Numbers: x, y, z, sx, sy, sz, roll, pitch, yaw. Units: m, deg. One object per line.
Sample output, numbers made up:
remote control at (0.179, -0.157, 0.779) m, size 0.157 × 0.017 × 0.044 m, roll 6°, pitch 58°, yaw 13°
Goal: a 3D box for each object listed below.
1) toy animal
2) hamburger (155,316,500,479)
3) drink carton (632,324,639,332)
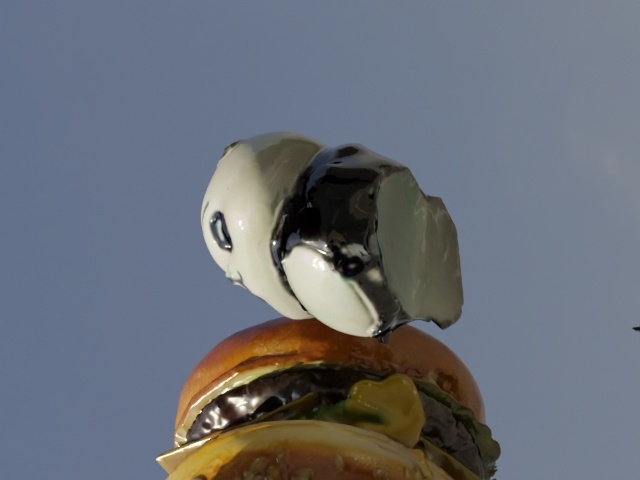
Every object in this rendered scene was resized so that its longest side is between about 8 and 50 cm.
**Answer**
toy animal at (0.000, 0.000, 1.300) m, size 0.138 × 0.179 × 0.166 m, roll -56°, pitch -38°, yaw -33°
hamburger at (0.001, 0.212, 1.407) m, size 0.291 × 0.291 × 0.225 m, roll 51°, pitch -152°, yaw -34°
drink carton at (0.255, 0.021, 0.771) m, size 0.194 × 0.132 × 0.324 m, roll -62°, pitch -25°, yaw -8°
